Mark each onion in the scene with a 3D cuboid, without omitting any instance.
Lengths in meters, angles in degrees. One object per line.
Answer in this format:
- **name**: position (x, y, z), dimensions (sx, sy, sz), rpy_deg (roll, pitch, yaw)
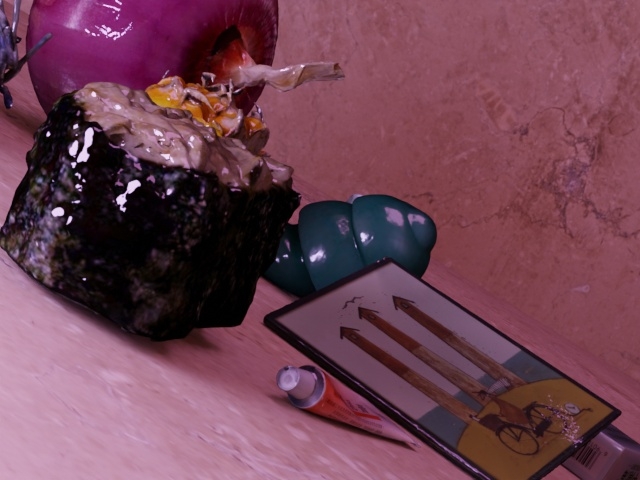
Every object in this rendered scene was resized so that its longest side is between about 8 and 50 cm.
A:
- **onion**: position (-0.196, -0.253, 1.987), dimensions (0.358, 0.358, 0.345), rpy_deg (28, 5, -35)

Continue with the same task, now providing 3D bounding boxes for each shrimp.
- **shrimp**: position (-0.399, -0.217, 1.680), dimensions (0.221, 0.166, 0.410), rpy_deg (-4, 3, -18)

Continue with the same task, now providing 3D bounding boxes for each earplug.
- **earplug**: position (-0.001, -0.008, 1.929), dimensions (0.164, 0.280, 0.257), rpy_deg (-81, 153, -60)

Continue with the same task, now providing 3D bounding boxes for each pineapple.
- **pineapple**: position (-0.132, -0.083, 1.732), dimensions (0.114, 0.186, 0.236), rpy_deg (31, -12, 23)

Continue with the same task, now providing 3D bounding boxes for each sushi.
- **sushi**: position (-0.139, -0.029, 1.320), dimensions (0.211, 0.171, 0.350), rpy_deg (31, 4, 8)

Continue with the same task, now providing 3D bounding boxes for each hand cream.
- **hand cream**: position (0.024, 0.149, 1.403), dimensions (0.216, 0.038, 0.052), rpy_deg (31, 32, -56)

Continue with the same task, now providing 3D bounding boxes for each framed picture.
- **framed picture**: position (0.130, 0.134, 1.652), dimensions (0.324, 0.013, 0.244), rpy_deg (35, 32, 23)

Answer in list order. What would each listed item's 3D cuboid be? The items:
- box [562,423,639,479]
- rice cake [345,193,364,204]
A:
- **box**: position (0.304, 0.232, 2.023), dimensions (0.243, 0.067, 0.155), rpy_deg (36, 5, 33)
- **rice cake**: position (0.015, 0.000, 2.068), dimensions (0.030, 0.180, 0.042), rpy_deg (16, 53, -22)
